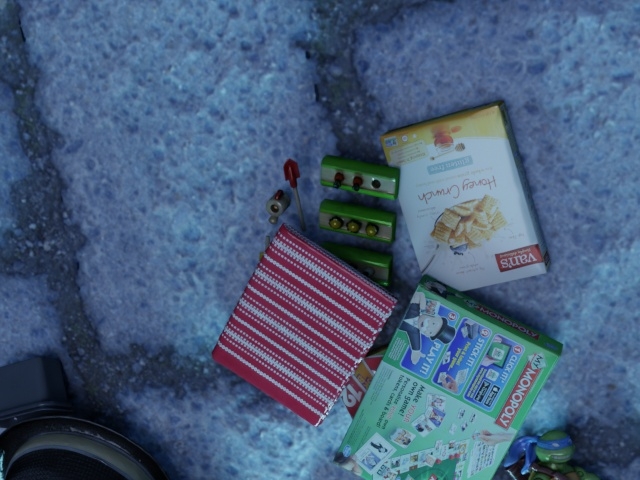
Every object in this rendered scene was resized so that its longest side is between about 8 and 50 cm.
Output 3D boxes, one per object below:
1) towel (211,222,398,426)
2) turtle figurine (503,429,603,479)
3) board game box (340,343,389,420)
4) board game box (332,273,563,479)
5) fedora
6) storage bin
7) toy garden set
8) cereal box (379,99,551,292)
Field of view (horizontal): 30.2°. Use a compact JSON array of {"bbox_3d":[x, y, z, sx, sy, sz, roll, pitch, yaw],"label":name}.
[{"bbox_3d":[-0.028,0.126,1.696,0.199,0.031,0.275,33,123,5],"label":"towel"},{"bbox_3d":[0.371,0.404,1.606,0.275,0.198,0.266,4,105,21],"label":"turtle figurine"},{"bbox_3d":[0.123,0.281,1.741,0.124,0.039,0.259,-24,100,23],"label":"board game box"},{"bbox_3d":[0.173,0.231,1.661,0.214,0.046,0.317,27,114,7],"label":"board game box"},{"bbox_3d":[-0.393,0.435,1.860,0.334,0.152,0.334,6,118,11],"label":"fedora"},{"bbox_3d":[-0.465,0.242,1.894,0.135,0.098,0.091,-15,73,22],"label":"storage bin"},{"bbox_3d":[0.000,0.000,1.663,0.204,0.049,0.244,12,120,18],"label":"toy garden set"},{"bbox_3d":[0.197,-0.053,1.608,0.173,0.047,0.240,-14,101,23],"label":"cereal box"}]
